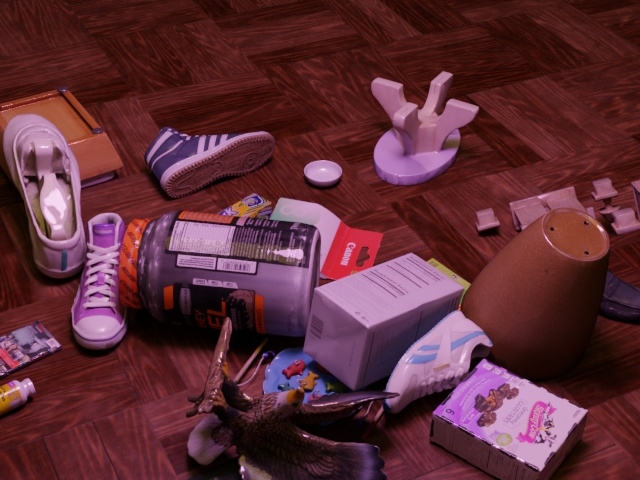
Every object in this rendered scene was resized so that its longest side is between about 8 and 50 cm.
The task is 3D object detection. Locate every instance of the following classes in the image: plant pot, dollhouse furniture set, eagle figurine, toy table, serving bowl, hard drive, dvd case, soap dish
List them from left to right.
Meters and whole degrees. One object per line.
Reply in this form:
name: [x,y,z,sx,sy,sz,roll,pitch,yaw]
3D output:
dvd case: [-0.529,0.191,1.836,0.119,0.013,0.087,-28,46,-32]
soap dish: [-0.595,-0.219,2.287,0.229,0.118,0.291,-20,42,-26]
hard drive: [-0.147,0.384,1.589,0.135,0.022,0.094,-20,42,-26]
eagle figurine: [-0.047,0.280,1.591,0.298,0.226,0.225,27,-7,-13]
serving bowl: [0.005,-0.142,2.285,0.083,0.027,0.083,1,36,-1]
toy table: [0.225,-0.258,2.341,0.252,0.161,0.274,13,37,14]
plant pot: [0.393,0.070,1.794,0.237,0.254,0.237,8,48,-9]
dollhouse furniture set: [0.500,0.016,2.019,0.355,0.174,0.303,-15,14,8]

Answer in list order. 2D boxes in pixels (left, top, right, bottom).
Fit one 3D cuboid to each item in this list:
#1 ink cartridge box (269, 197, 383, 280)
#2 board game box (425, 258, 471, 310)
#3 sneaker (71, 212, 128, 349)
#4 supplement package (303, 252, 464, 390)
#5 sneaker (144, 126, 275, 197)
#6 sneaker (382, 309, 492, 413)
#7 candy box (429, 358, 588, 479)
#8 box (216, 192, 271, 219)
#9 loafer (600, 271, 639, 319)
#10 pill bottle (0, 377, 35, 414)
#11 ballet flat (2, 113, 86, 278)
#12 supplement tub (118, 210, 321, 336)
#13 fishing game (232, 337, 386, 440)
ink cartridge box: [0.000,0.000,2.079,0.224,0.056,0.181,8,38,11]
board game box: [0.241,0.110,1.950,0.092,0.043,0.181,-27,46,-32]
sneaker: [-0.403,0.059,1.896,0.102,0.161,0.282,-1,38,-6]
supplement package: [0.111,0.136,1.806,0.244,0.139,0.134,-18,40,-40]
sneaker: [-0.250,-0.200,2.294,0.282,0.099,0.153,-24,46,-26]
sneaker: [0.193,0.213,1.745,0.092,0.087,0.228,38,62,23]
candy box: [0.303,0.298,1.680,0.196,0.070,0.165,25,43,28]
box: [-0.174,-0.030,2.103,0.054,0.059,0.169,27,44,33]
loafer: [0.525,0.087,1.962,0.223,0.078,0.076,20,41,22]
pill bottle: [-0.515,0.258,1.722,0.083,0.043,0.043,-25,45,-31]
ballet flat: [-0.531,-0.118,2.040,0.139,0.139,0.400,-11,61,-16]
supplement tub: [-0.175,0.056,1.868,0.338,0.207,0.207,6,37,6]
fishing game: [-0.006,0.236,1.776,0.264,0.041,0.189,21,41,21]
